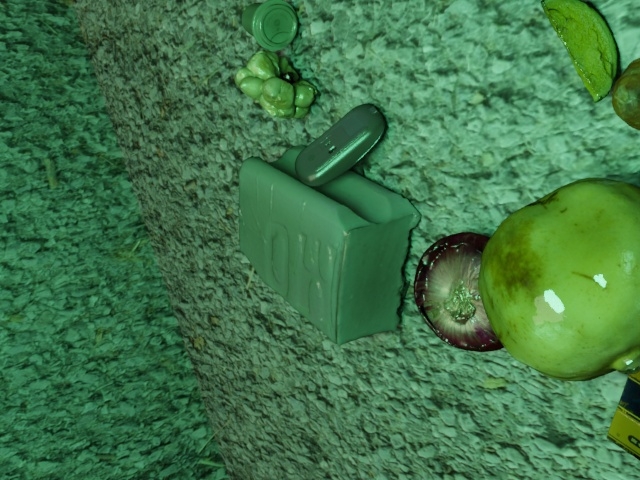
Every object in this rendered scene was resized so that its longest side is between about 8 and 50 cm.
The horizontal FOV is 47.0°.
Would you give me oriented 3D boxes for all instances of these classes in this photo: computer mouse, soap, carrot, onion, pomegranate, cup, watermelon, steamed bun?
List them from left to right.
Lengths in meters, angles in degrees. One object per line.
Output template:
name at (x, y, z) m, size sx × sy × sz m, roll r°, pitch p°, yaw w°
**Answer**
cup at (-0.128, -0.530, 1.793) m, size 0.141 × 0.120 × 0.119 m, roll -142°, pitch 45°, yaw -56°
steamed bun at (-0.109, -0.382, 1.772) m, size 0.177 × 0.192 × 0.106 m, roll 47°, pitch 120°, yaw 23°
soap at (0.000, 0.000, 1.776) m, size 0.435 × 0.213 × 0.350 m, roll 36°, pitch 134°, yaw 41°
computer mouse at (0.044, -0.212, 1.652) m, size 0.232 × 0.057 × 0.120 m, roll -39°, pitch 50°, yaw 8°
onion at (0.305, 0.098, 1.451) m, size 0.248 × 0.161 × 0.248 m, roll 25°, pitch 129°, yaw 34°
watermelon at (0.410, -0.306, 1.178) m, size 0.181 × 0.092 × 0.075 m, roll 60°, pitch 158°, yaw 2°
pomegranate at (0.418, 0.066, 1.151) m, size 0.333 × 0.333 × 0.332 m, roll 28°, pitch 127°, yaw 45°
carrot at (0.491, -0.207, 1.001) m, size 0.159 × 0.225 × 0.159 m, roll 25°, pitch 121°, yaw 50°

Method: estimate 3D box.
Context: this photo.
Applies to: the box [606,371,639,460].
box at (0.589, 0.276, 1.228) m, size 0.152 × 0.070 × 0.237 m, roll 35°, pitch 129°, yaw 40°
